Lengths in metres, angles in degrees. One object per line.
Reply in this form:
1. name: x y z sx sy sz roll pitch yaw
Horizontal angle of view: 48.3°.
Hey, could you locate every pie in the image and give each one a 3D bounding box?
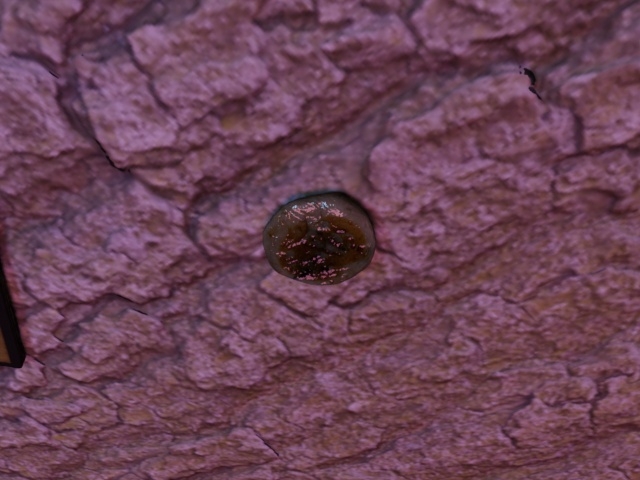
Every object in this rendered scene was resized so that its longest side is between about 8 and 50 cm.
1. pie: 0.000 0.000 0.502 0.085 0.017 0.085 2 134 3

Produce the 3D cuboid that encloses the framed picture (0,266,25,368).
1. framed picture: -0.368 -0.025 0.517 0.255 0.014 0.339 9 134 -2
